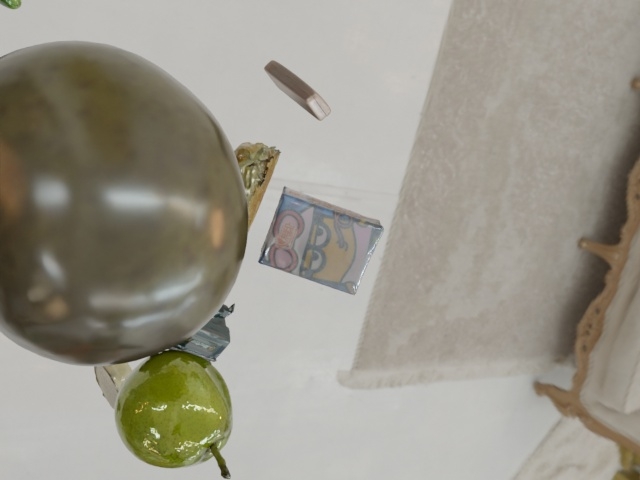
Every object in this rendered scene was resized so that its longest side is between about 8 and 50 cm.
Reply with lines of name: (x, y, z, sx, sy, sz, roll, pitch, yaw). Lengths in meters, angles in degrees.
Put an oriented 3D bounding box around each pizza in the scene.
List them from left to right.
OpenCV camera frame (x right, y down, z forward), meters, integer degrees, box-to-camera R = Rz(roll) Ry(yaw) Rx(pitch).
pizza: (-0.154, -0.074, 1.287, 0.089, 0.223, 0.323, 21, 68, 1)

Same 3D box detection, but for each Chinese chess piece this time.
Chinese chess piece: (-0.426, 0.297, 1.466, 0.051, 0.122, 0.122, -24, 122, -35)

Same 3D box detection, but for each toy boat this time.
toy boat: (-0.259, 0.105, 1.061, 0.122, 0.114, 0.296, -39, 143, 14)

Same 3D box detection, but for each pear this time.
pear: (-0.193, 0.260, 1.011, 0.166, 0.216, 0.180, -47, 160, -17)

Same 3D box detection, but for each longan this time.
longan: (-0.255, -0.035, 0.788, 0.361, 0.361, 0.361, -14, 117, -28)

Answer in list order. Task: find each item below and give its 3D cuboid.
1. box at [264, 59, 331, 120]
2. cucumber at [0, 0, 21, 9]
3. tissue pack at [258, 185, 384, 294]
box: (-0.031, -0.202, 0.933, 0.025, 0.115, 0.048, -44, 140, -2)
cucumber: (-0.520, -0.399, 1.094, 0.037, 0.155, 0.037, -48, 155, -32)
tissue pack: (0.000, 0.000, 1.024, 0.155, 0.065, 0.115, 20, 105, -5)
